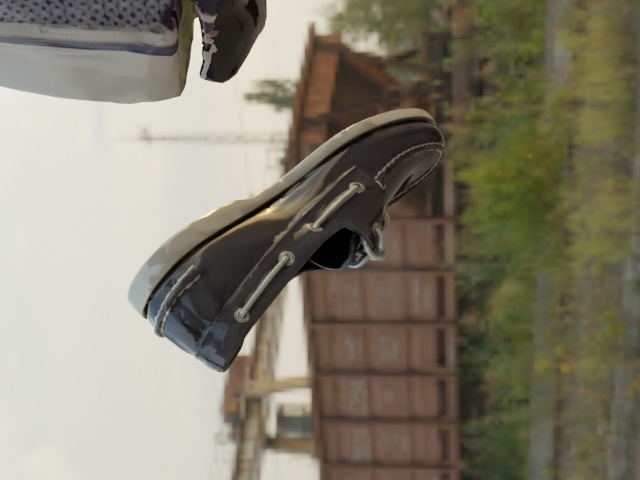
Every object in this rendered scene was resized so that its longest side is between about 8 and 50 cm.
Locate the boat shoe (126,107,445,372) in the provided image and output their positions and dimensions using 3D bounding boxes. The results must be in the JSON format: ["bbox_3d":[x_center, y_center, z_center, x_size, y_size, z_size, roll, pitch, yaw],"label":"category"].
[{"bbox_3d":[0.000,0.000,0.707,0.206,0.065,0.075,-32,-22,-36],"label":"boat shoe"}]

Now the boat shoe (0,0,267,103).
[{"bbox_3d":[-0.184,-0.138,0.427,0.158,0.341,0.127,96,174,-51],"label":"boat shoe"}]

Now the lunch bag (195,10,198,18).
[{"bbox_3d":[-0.217,-0.224,0.881,0.293,0.258,0.120,-29,-25,-49],"label":"lunch bag"}]
